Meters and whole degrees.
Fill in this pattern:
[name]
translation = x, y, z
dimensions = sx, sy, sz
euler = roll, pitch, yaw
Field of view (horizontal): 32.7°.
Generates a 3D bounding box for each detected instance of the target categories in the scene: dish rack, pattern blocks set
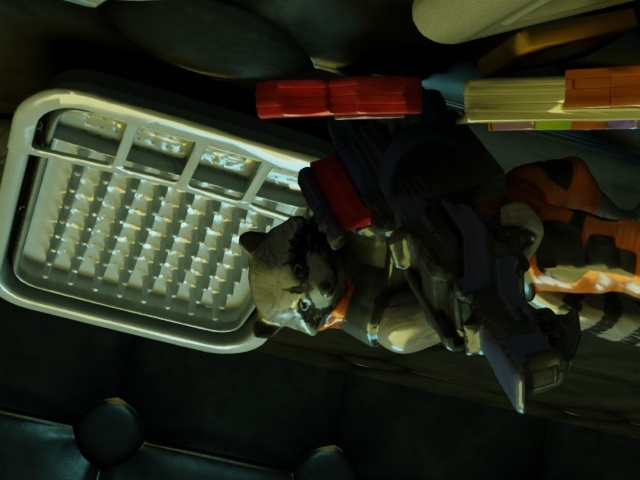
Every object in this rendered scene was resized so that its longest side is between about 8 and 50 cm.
[dish rack]
translation = -0.142, -0.023, 0.983
dimensions = 0.286, 0.072, 0.333
euler = 15, 142, -15
[pattern blocks set]
translation = 0.158, -0.072, 0.581
dimensions = 0.325, 0.026, 0.285
euler = 1, -174, 20

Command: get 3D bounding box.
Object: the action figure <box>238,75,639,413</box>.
[action figure]
translation = 0.114, 0.031, 0.695
dimensions = 0.330, 0.178, 0.341
euler = -1, -147, -7

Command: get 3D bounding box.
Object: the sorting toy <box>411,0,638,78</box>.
[sorting toy]
translation = 0.154, -0.133, 0.422
dimensions = 0.196, 0.047, 0.348
euler = -13, 177, -27

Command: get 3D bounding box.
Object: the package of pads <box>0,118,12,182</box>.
[package of pads]
translation = -0.347, -0.050, 1.193
dimensions = 0.297, 0.101, 0.229
euler = 5, 164, 29
